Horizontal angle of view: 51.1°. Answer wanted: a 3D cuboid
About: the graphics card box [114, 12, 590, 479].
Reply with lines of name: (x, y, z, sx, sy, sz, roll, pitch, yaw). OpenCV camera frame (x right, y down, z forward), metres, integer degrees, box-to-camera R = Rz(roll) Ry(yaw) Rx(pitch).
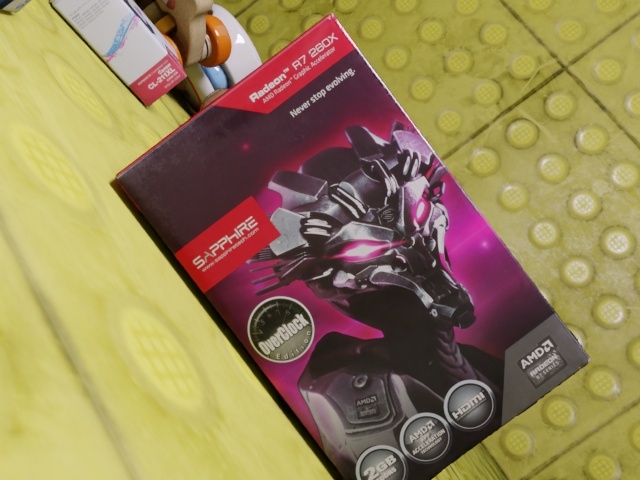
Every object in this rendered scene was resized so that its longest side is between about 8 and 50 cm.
graphics card box: (0.026, 0.022, 0.593, 0.371, 0.233, 0.094, 54, 1, -2)

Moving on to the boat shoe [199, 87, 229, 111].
boat shoe: (-0.165, -0.194, 1.159, 0.104, 0.111, 0.307, 50, -6, 11)

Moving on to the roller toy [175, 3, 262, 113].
roller toy: (-0.213, -0.330, 1.254, 0.209, 0.146, 0.191, 51, -14, 12)

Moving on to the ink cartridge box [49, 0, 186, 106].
ink cartridge box: (-0.270, -0.284, 0.898, 0.175, 0.072, 0.127, 50, 6, -39)

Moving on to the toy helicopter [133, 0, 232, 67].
toy helicopter: (-0.256, -0.428, 1.020, 0.235, 0.140, 0.355, 35, -42, 21)

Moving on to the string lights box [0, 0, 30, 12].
string lights box: (-0.285, -0.250, 0.488, 0.133, 0.077, 0.259, 50, 5, -16)
